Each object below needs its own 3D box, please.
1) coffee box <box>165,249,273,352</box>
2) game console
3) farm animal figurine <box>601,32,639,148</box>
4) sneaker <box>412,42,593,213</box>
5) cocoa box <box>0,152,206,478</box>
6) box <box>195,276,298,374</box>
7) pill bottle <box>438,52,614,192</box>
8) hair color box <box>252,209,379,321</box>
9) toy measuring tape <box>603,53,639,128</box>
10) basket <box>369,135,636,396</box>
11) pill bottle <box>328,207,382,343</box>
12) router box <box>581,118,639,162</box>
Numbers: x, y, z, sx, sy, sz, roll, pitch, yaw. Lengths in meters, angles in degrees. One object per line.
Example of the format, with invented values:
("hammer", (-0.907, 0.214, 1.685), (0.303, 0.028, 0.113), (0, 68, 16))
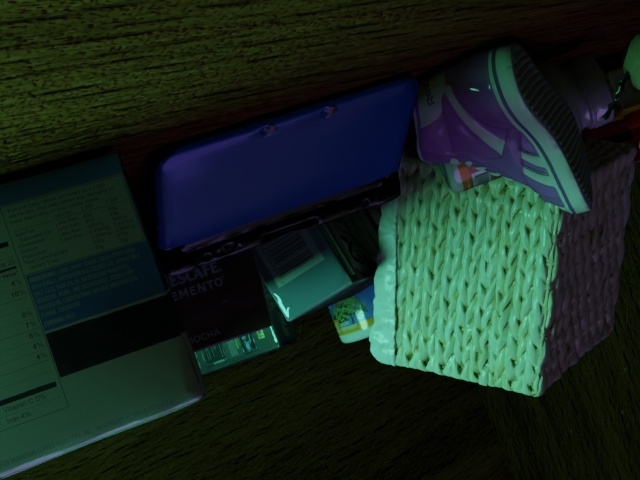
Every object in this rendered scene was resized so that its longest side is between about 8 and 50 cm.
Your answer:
("coffee box", (-0.188, 0.061, 1.287), (0.168, 0.119, 0.297), (-17, -172, -18))
("game console", (-0.066, -0.093, 1.128), (0.293, 0.173, 0.250), (-19, -153, -20))
("farm animal figurine", (0.473, -0.234, 1.110), (0.327, 0.172, 0.330), (-36, 162, 27))
("sneaker", (0.201, -0.111, 1.167), (0.161, 0.102, 0.282), (-17, 140, 29))
("cocoa box", (-0.285, 0.089, 0.967), (0.231, 0.228, 0.347), (-19, 176, -23))
("box", (-0.153, 0.080, 1.622), (0.183, 0.232, 0.059), (-24, 173, 33))
("pill bottle", (0.243, -0.151, 1.267), (0.216, 0.121, 0.121), (-21, 177, 4))
("hair color box", (0.000, 0.000, 1.563), (0.113, 0.185, 0.374), (-32, 174, 13))
("toy measuring tape", (0.419, -0.208, 1.519), (0.330, 0.121, 0.121), (-19, 176, -21))
("basket", (0.269, 0.015, 1.491), (0.266, 0.331, 0.328), (15, -157, 31))
("pill bottle", (0.061, 0.034, 1.833), (0.152, 0.272, 0.152), (-21, 177, -1))
("router box", (0.615, -0.197, 1.888), (0.301, 0.082, 0.335), (-15, -179, 35))
